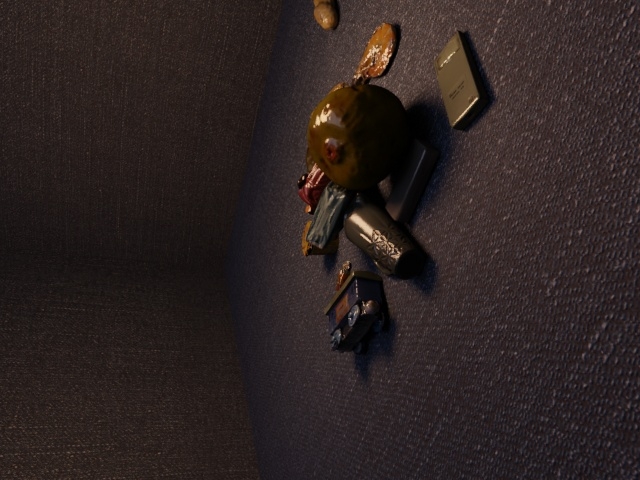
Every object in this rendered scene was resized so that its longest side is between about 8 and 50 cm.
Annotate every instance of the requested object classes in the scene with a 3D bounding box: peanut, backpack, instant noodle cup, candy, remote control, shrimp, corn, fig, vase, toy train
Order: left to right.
[{"bbox_3d":[0.000,0.000,1.939,0.151,0.122,0.152,-170,90,-68],"label":"instant noodle cup"},{"bbox_3d":[0.024,-1.137,2.263,0.101,0.117,0.263,-34,47,38],"label":"peanut"},{"bbox_3d":[0.029,-0.226,1.815,0.139,0.229,0.229,43,125,40],"label":"backpack"},{"bbox_3d":[0.049,-0.603,2.049,0.291,0.101,0.101,-36,50,57],"label":"corn"},{"bbox_3d":[0.084,0.167,1.772,0.053,0.046,0.182,166,112,-65],"label":"candy"},{"bbox_3d":[0.118,0.254,1.566,0.300,0.131,0.202,121,156,-44],"label":"toy train"},{"bbox_3d":[0.135,-0.331,1.452,0.343,0.343,0.344,-173,90,-68],"label":"fig"},{"bbox_3d":[0.198,-0.667,1.741,0.317,0.062,0.164,-51,41,49],"label":"shrimp"},{"bbox_3d":[0.200,0.012,1.427,0.301,0.156,0.251,-130,24,-54],"label":"vase"},{"bbox_3d":[0.377,-0.441,1.255,0.123,0.038,0.286,128,146,-50],"label":"remote control"}]

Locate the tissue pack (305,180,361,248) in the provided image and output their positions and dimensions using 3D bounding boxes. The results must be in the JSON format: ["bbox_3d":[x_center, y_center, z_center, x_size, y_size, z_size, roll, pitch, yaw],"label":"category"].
[{"bbox_3d":[0.069,-0.129,1.640,0.228,0.103,0.316,-66,-9,31],"label":"tissue pack"}]

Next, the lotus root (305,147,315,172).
[{"bbox_3d":[0.026,-0.377,1.967,0.260,0.149,0.267,-105,33,-42],"label":"lotus root"}]

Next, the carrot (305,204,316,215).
[{"bbox_3d":[0.008,-0.116,1.905,0.055,0.161,0.055,-14,70,45],"label":"carrot"}]

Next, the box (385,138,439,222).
[{"bbox_3d":[0.274,-0.179,1.395,0.103,0.055,0.244,-114,38,-54],"label":"box"}]
